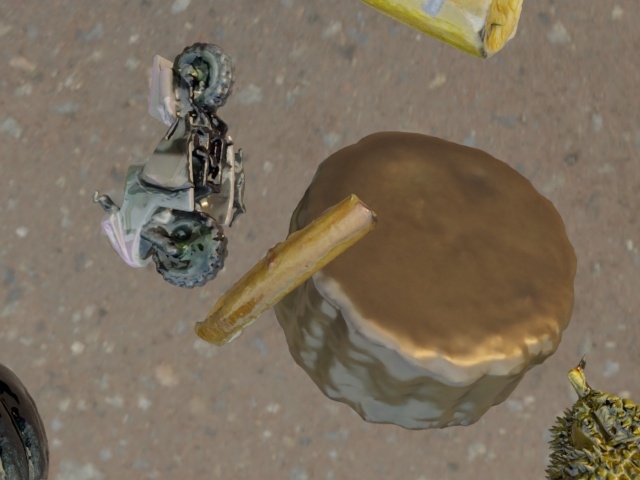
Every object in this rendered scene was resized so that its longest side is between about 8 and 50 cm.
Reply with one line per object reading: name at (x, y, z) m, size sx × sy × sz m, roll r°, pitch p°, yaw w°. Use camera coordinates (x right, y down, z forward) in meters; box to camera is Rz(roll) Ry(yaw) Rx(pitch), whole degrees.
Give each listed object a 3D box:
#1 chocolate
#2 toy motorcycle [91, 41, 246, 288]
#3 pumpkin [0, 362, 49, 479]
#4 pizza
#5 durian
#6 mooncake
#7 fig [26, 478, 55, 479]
chocolate at (0.067, -0.228, 1.152) m, size 0.219 × 0.085 × 0.086 m, roll 26°, pitch 127°, yaw 26°
toy motorcycle at (-0.199, -0.096, 1.723) m, size 0.188 × 0.327 × 0.143 m, roll -6°, pitch 166°, yaw 31°
pumpkin at (-0.514, 0.277, 1.606) m, size 0.363 × 0.363 × 0.266 m, roll -14°, pitch 89°, yaw 17°
pizza at (0.000, 0.000, 0.958) m, size 0.036 × 0.176 × 0.184 m, roll 51°, pitch 137°, yaw 0°
durian at (0.316, 0.257, 1.451) m, size 0.237 × 0.137 × 0.193 m, roll 54°, pitch 159°, yaw -7°
mooncake at (0.107, 0.048, 1.453) m, size 0.324 × 0.324 × 0.187 m, roll 20°, pitch 144°, yaw -3°
fig at (-0.200, 0.222, 0.916) m, size 0.156 × 0.123 × 0.123 m, roll 3°, pitch 134°, yaw 57°
